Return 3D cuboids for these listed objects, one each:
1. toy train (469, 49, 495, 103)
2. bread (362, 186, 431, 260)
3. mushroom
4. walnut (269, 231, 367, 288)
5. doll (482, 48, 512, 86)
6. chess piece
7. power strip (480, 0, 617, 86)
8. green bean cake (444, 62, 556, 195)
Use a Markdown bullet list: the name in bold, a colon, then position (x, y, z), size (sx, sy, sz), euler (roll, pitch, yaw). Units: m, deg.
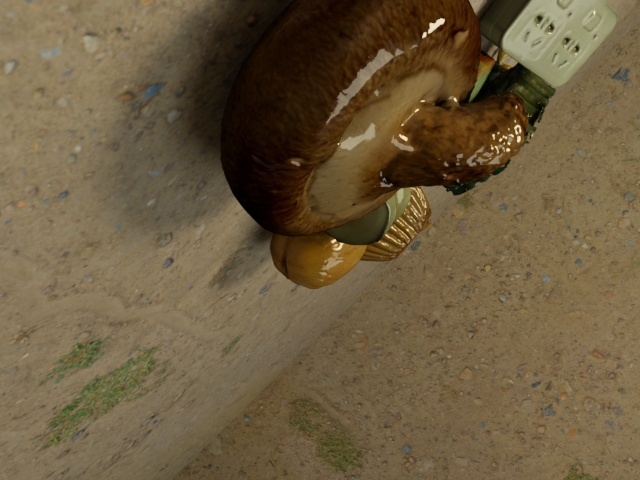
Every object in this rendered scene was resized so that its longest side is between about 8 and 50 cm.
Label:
- **toy train**: position (0.272, -0.304, 1.110), size (0.099, 0.072, 0.188), euler (-38, 165, -23)
- **bread**: position (0.184, -0.042, 1.477), size (0.274, 0.149, 0.274), euler (-48, 169, -13)
- **mushroom**: position (0.036, -0.140, 0.637), size (0.345, 0.239, 0.345), euler (-15, 131, -18)
- **walnut**: position (0.000, 0.000, 1.047), size (0.207, 0.159, 0.159), euler (-32, 162, -38)
- **doll**: position (0.415, -0.369, 1.319), size (0.089, 0.102, 0.179), euler (1, 164, -2)
- **chess piece**: position (0.129, -0.148, 0.987), size (0.330, 0.182, 0.182), euler (-41, 167, -36)
- **power strip**: position (0.437, -0.447, 1.030), size (0.230, 0.141, 0.261), euler (13, 125, -39)
- **green bean cake**: position (0.357, -0.242, 1.224), size (0.241, 0.132, 0.255), euler (-54, -170, -26)
